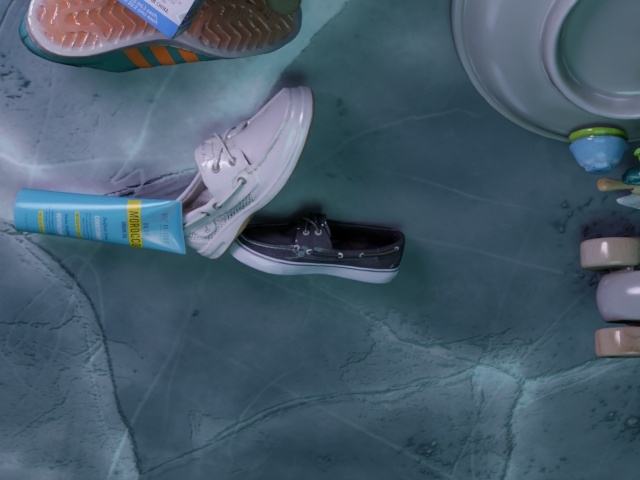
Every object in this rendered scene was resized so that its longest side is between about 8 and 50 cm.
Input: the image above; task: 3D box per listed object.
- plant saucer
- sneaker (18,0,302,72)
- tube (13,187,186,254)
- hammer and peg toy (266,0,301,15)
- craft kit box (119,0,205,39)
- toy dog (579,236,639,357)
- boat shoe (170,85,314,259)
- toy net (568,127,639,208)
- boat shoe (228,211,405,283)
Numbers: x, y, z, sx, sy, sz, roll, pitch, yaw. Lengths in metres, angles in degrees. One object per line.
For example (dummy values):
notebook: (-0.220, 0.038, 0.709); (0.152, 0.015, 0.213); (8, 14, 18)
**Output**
plant saucer: (0.346, -0.244, 1.538); (0.400, 0.100, 0.400); (-2, 132, -2)
sneaker: (-0.175, -0.241, 1.515); (0.302, 0.121, 0.108); (-4, 91, -20)
tube: (-0.266, -0.027, 1.694); (0.207, 0.052, 0.080); (6, 134, 6)
hammer and peg toy: (-0.077, -0.406, 1.345); (0.361, 0.127, 0.266); (35, 121, -29)
craft kit box: (-0.169, -0.356, 1.280); (0.250, 0.061, 0.246); (37, 120, -1)
toy dog: (0.493, 0.074, 1.785); (0.334, 0.161, 0.220); (17, 93, 19)
boat shoe: (-0.104, -0.084, 1.651); (0.096, 0.098, 0.277); (22, 128, -23)
toy net: (0.388, -0.086, 1.673); (0.122, 0.045, 0.232); (-9, 162, 29)
boat shoe: (0.000, 0.000, 1.749); (0.228, 0.080, 0.076); (11, 124, -14)
